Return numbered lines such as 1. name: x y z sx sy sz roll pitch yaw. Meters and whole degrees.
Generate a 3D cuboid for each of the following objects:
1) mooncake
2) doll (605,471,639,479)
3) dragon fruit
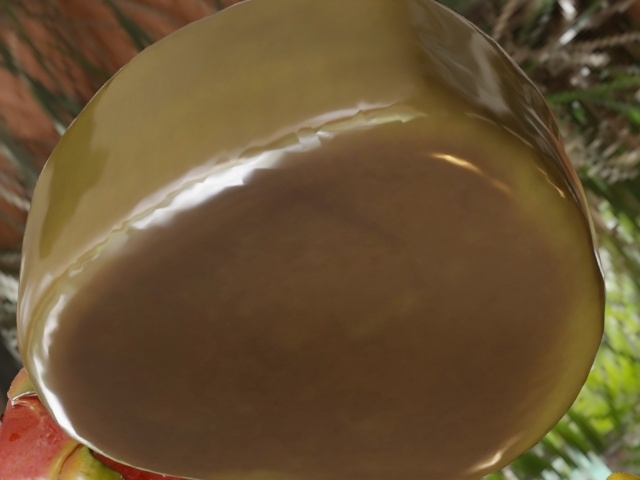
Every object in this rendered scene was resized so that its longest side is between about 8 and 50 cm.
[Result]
1. mooncake: 0.000 0.000 0.608 0.235 0.235 0.117 -42 -148 29
2. doll: 0.225 0.300 1.045 0.145 0.103 0.316 -44 -156 32
3. dragon fruit: -0.196 0.252 1.519 0.189 0.290 0.290 -2 -171 15
